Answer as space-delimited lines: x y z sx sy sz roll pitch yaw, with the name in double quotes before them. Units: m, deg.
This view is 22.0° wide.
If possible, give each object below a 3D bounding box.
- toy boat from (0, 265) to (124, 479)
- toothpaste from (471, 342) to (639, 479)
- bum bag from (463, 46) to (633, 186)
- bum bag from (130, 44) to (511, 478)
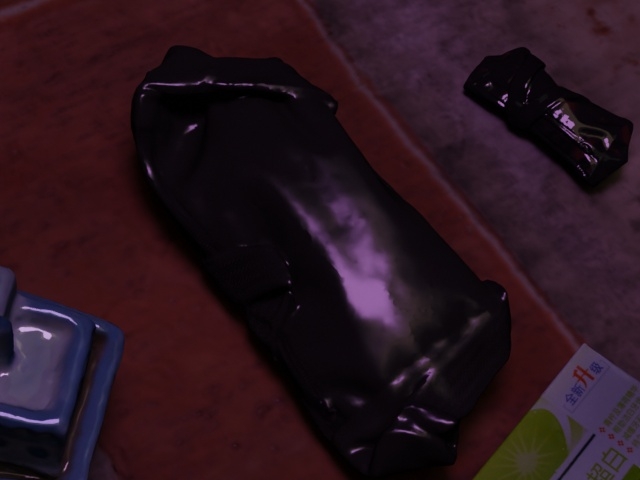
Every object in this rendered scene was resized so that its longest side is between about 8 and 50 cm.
"toy boat" -0.277 0.051 0.891 0.331 0.133 0.145 14 57 -2
"toothpaste" 0.084 0.201 0.910 0.081 0.067 0.336 36 58 15
"bum bag" 0.159 -0.088 1.128 0.124 0.034 0.058 39 73 14
"bum bag" 0.000 0.000 1.018 0.142 0.080 0.326 -30 71 -19
